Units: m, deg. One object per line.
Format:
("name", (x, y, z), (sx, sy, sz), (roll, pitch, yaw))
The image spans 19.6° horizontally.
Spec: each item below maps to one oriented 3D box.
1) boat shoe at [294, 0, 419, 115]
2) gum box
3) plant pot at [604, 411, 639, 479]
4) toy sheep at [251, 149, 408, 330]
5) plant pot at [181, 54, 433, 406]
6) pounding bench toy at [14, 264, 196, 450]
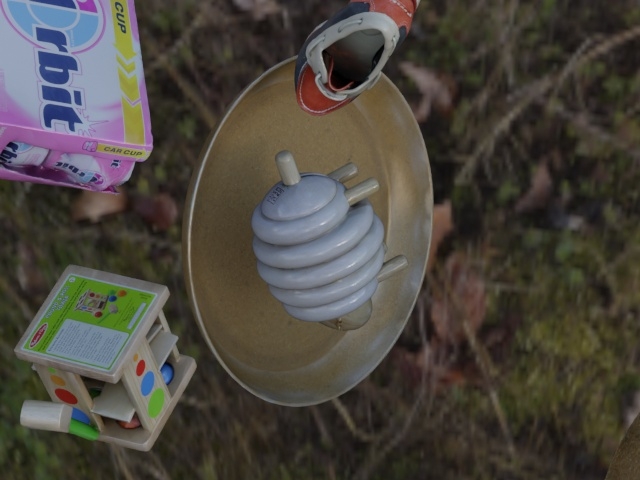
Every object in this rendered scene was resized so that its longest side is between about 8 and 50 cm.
("boat shoe", (0.016, -0.109, 1.109), (0.049, 0.137, 0.043), (29, 57, -11))
("gum box", (-0.173, -0.120, 1.153), (0.107, 0.062, 0.188), (7, 58, -30))
("plant pot", (0.309, 0.188, 0.980), (0.237, 0.237, 0.254), (-25, 19, -13))
("toy sheep", (0.000, 0.000, 1.147), (0.091, 0.132, 0.091), (-19, 24, 9))
("plant pot", (-0.011, -0.009, 1.230), (0.032, 0.236, 0.236), (9, 52, 43))
("pounding bench toy", (-0.100, 0.066, 0.822), (0.052, 0.065, 0.083), (11, 52, 23))
